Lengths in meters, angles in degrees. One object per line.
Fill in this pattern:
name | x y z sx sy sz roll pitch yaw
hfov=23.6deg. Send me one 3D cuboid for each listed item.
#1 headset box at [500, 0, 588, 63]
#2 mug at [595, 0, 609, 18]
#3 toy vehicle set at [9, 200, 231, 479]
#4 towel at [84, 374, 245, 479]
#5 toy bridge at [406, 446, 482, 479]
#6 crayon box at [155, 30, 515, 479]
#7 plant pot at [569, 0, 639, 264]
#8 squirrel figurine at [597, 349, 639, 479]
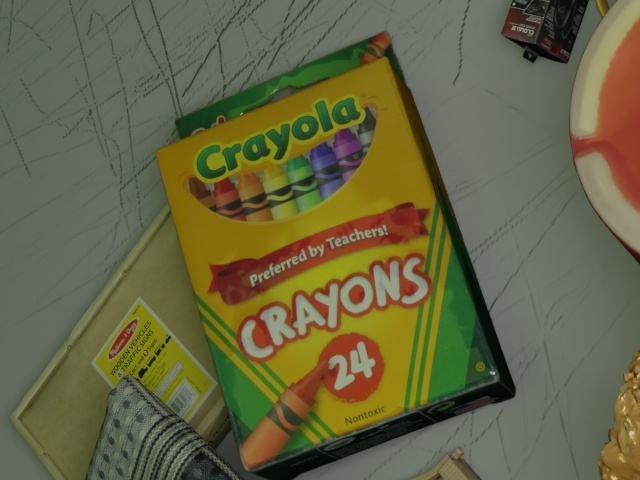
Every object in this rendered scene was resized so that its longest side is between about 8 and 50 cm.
headset box | 0.169 -0.173 1.136 0.032 0.062 0.083 21 94 33
mug | 0.239 -0.184 1.107 0.062 0.078 0.064 -19 79 -6
toy vehicle set | -0.137 0.109 1.293 0.166 0.035 0.267 46 106 29
towel | -0.091 0.314 1.175 0.312 0.056 0.324 39 124 28
toy bridge | 0.047 0.226 1.165 0.188 0.026 0.063 -51 59 14
crayon box | 0.000 0.000 1.173 0.202 0.081 0.318 -22 70 11
plant pot | 0.286 -0.057 0.938 0.275 0.243 0.275 -6 79 32
squirrel figurine | 0.271 0.222 0.791 0.370 0.281 0.397 -16 63 -15
